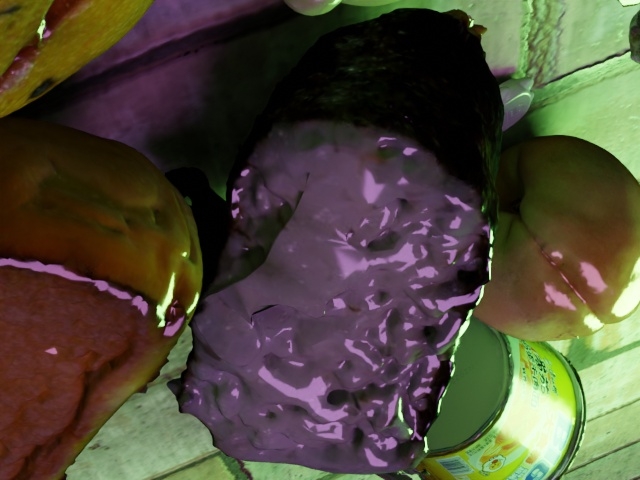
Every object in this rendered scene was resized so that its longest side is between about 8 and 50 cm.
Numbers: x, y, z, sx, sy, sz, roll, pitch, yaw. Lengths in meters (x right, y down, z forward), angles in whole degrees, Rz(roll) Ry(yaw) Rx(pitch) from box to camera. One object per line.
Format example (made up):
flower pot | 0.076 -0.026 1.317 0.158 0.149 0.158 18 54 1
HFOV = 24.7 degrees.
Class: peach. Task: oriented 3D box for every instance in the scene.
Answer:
peach | 0.191 0.002 1.217 0.184 0.184 0.184 -20 155 -10

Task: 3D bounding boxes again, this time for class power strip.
power strip | 0.127 -0.100 1.132 0.083 0.035 0.055 -36 156 -6

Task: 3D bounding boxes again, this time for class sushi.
sushi | 0.000 0.000 1.015 0.234 0.207 0.348 17 133 -4

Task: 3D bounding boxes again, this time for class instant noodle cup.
instant noodle cup | 0.144 0.162 1.469 0.205 0.205 0.153 -32 147 16

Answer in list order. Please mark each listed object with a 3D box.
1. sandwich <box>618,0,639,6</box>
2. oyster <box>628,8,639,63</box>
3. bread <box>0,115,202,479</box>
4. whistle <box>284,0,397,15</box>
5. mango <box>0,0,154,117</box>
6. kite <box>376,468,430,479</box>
sandwich | 0.220 -0.187 1.034 0.083 0.031 0.044 -11 150 -28
oyster | 0.281 -0.199 1.004 0.177 0.064 0.125 -41 146 -17
bread | -0.267 0.033 0.869 0.328 0.148 0.337 9 143 -25
whistle | 0.074 -0.216 0.745 0.106 0.131 0.288 41 121 -17
mango | -0.132 -0.160 0.661 0.177 0.120 0.295 -1 146 -45
kite | 0.038 0.216 1.501 0.013 0.323 0.268 -57 -156 -14
